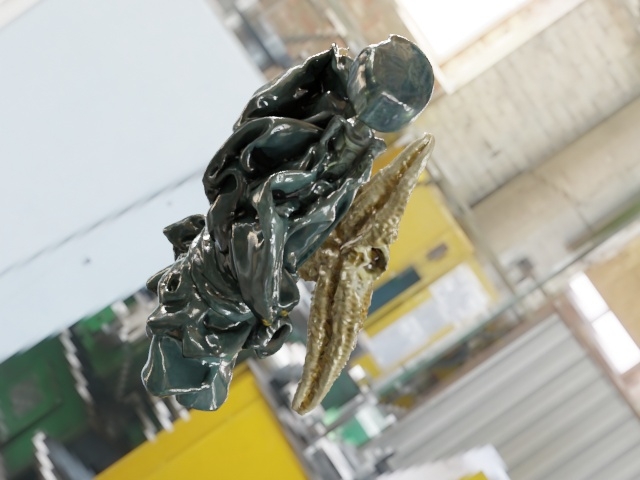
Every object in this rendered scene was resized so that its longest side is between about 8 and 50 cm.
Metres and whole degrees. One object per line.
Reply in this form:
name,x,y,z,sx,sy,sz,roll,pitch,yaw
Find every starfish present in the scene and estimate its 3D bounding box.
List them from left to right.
starfish,-0.002,-0.001,1.145,0.050,0.247,0.138,4,30,-40

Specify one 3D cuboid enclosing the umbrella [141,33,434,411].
umbrella,-0.034,-0.016,0.989,0.349,0.094,0.143,132,-47,-54
